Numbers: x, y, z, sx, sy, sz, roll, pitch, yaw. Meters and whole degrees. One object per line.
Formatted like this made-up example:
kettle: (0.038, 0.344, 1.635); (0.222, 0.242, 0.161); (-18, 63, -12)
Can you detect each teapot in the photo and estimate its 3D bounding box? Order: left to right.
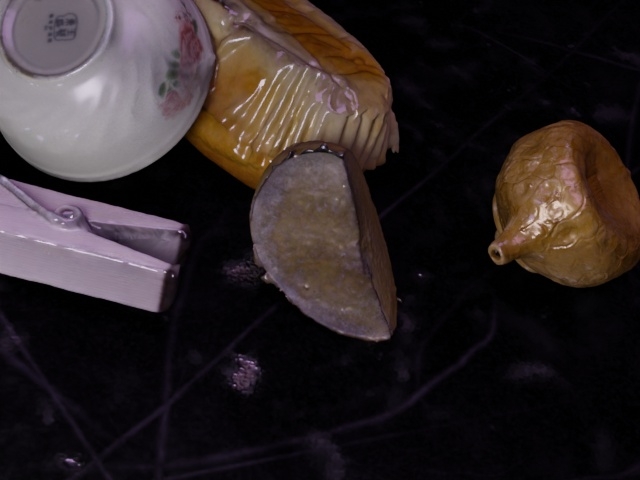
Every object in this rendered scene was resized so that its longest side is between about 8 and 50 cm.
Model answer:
teapot: (0.290, -0.035, 1.553); (0.311, 0.167, 0.203); (-29, 91, -56)

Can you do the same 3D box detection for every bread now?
bread: (-0.087, -0.211, 1.569); (0.236, 0.183, 0.388); (-10, 47, -46)

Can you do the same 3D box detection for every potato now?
potato: (0.000, 0.000, 1.432); (0.138, 0.243, 0.098); (-10, 18, 16)

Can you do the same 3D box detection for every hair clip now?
hair clip: (-0.306, -0.010, 1.360); (0.330, 0.085, 0.101); (16, 45, -3)

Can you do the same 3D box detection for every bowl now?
bowl: (-0.272, -0.216, 1.426); (0.277, 0.145, 0.277); (-4, 73, 13)
